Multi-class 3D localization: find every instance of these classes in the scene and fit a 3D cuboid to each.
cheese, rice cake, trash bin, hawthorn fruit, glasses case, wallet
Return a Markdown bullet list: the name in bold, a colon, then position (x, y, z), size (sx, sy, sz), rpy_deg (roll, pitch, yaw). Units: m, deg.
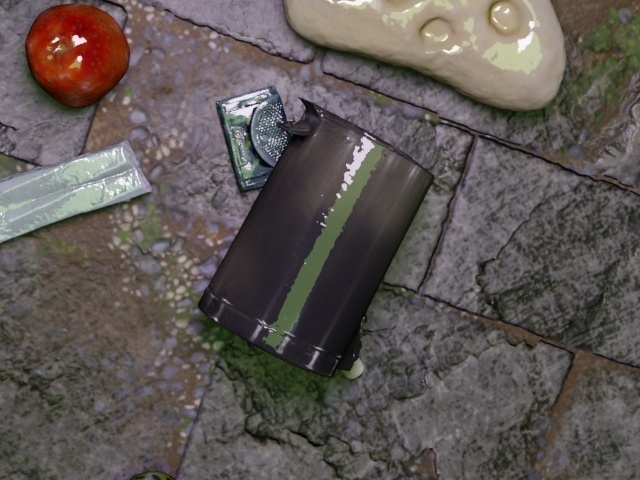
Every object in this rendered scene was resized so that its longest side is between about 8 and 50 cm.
- **cheese**: position (0.129, -0.296, 1.560), size (0.328, 0.129, 0.351), rpy_deg (-22, 98, -7)
- **rice cake**: position (-0.341, -0.065, 1.564), size (0.226, 0.040, 0.085), rpy_deg (-18, 99, -5)
- **trash bin**: position (0.000, 0.000, 1.543), size (0.252, 0.203, 0.302), rpy_deg (27, 91, -29)
- **hawthorn fruit**: position (-0.310, -0.239, 1.499), size (0.132, 0.138, 0.133), rpy_deg (-1, 97, -5)
- **glasses case**: position (0.030, 0.156, 1.655), size (0.032, 0.021, 0.083), rpy_deg (-35, 101, -2)
- **wallet**: position (-0.083, -0.137, 1.600), size (0.088, 0.026, 0.129), rpy_deg (-15, 99, -6)

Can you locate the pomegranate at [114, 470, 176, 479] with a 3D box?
- **pomegranate**: position (-0.248, 0.365, 1.601), size (0.161, 0.122, 0.122), rpy_deg (16, 95, 18)
